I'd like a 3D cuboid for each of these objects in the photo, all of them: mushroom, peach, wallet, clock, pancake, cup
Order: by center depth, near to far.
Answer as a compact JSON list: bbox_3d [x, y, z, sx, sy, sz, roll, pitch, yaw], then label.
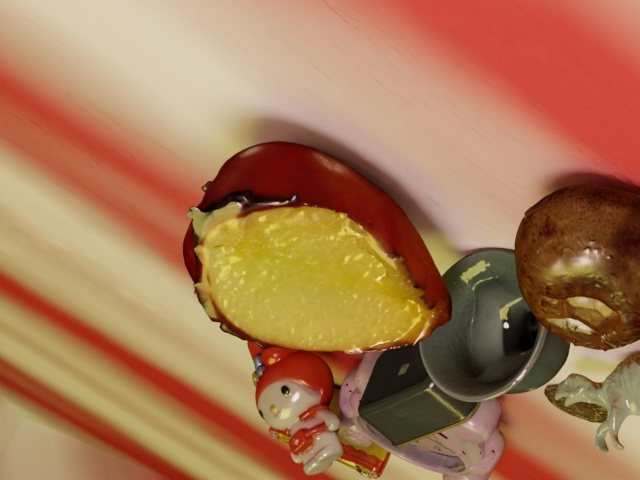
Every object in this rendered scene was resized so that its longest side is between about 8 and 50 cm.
[{"bbox_3d":[0.313,0.039,1.452,0.194,0.138,0.231,9,152,37],"label":"mushroom"},{"bbox_3d":[0.000,0.000,1.666,0.362,0.201,0.257,18,129,-11],"label":"peach"},{"bbox_3d":[0.251,0.125,1.704,0.199,0.199,0.150,3,166,46],"label":"cup"},{"bbox_3d":[0.391,0.251,2.006,0.115,0.011,0.115,23,158,10],"label":"pancake"},{"bbox_3d":[0.173,0.303,2.241,0.296,0.113,0.322,24,157,10],"label":"clock"},{"bbox_3d":[0.030,0.344,2.460,0.241,0.141,0.067,17,151,23],"label":"wallet"}]

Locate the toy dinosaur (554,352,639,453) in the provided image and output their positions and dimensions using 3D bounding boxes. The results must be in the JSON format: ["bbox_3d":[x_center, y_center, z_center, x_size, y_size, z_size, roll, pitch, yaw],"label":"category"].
[{"bbox_3d":[0.471,0.231,1.682,0.092,0.205,0.393,13,154,-43],"label":"toy dinosaur"}]

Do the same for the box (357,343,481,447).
[{"bbox_3d":[0.155,0.213,1.979,0.090,0.144,0.201,39,141,-17],"label":"box"}]

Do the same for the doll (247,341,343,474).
[{"bbox_3d":[-0.046,0.261,2.288,0.130,0.290,0.161,-2,145,-38],"label":"doll"}]
